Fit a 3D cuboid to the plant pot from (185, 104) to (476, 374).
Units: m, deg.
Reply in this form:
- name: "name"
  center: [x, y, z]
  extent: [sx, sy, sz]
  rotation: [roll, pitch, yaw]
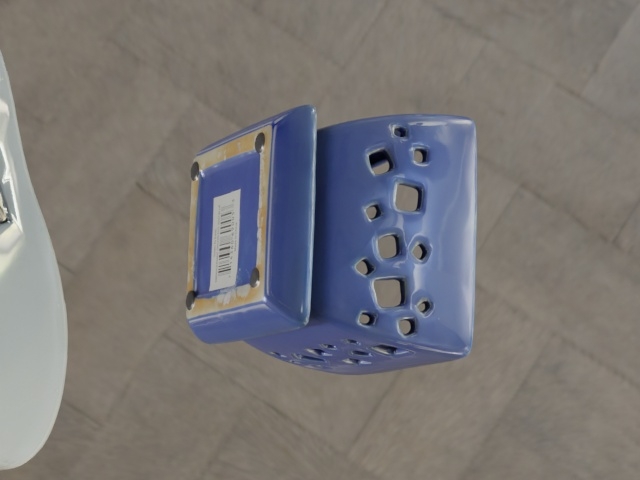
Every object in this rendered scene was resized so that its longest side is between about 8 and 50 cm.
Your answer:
- name: "plant pot"
  center: [0.000, 0.000, 1.528]
  extent: [0.212, 0.236, 0.236]
  rotation: [8, 79, -30]

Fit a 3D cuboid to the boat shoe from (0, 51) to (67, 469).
- name: "boat shoe"
  center: [-0.317, 0.004, 1.278]
  extent: [0.156, 0.136, 0.367]
  rotation: [-4, 102, 36]
